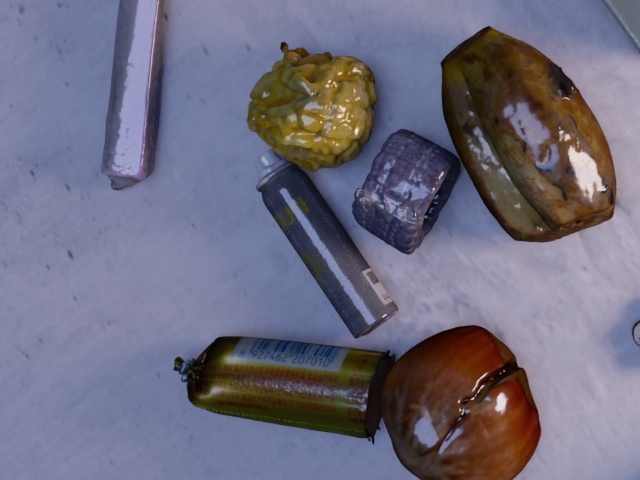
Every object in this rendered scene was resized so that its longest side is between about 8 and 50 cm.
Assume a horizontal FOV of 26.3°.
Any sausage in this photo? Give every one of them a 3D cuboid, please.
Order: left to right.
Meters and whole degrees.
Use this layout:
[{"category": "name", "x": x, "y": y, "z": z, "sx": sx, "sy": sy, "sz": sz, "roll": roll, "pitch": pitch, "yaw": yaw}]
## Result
[{"category": "sausage", "x": -0.061, "y": 0.198, "z": 1.871, "sx": 0.317, "sy": 0.117, "sz": 0.125, "roll": 5, "pitch": 79, "yaw": 19}]

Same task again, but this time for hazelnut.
[{"category": "hazelnut", "x": 0.183, "y": 0.221, "z": 1.757, "sx": 0.181, "sy": 0.181, "sz": 0.212, "roll": -40, "pitch": 80, "yaw": 17}]

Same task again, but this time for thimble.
[{"category": "thimble", "x": 0.111, "y": -0.065, "z": 1.787, "sx": 0.098, "sy": 0.150, "sz": 0.150, "roll": 30, "pitch": 101, "yaw": 12}]

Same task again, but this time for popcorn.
[{"category": "popcorn", "x": -0.010, "y": -0.180, "z": 1.827, "sx": 0.180, "sy": 0.180, "sz": 0.170, "roll": -4, "pitch": 117, "yaw": 18}]

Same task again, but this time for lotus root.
[{"category": "lotus root", "x": 0.257, "y": -0.136, "z": 1.721, "sx": 0.193, "sy": 0.193, "sz": 0.291, "roll": -29, "pitch": 84, "yaw": 17}]

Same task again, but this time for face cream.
[{"category": "face cream", "x": 0.000, "y": 0.000, "z": 1.863, "sx": 0.073, "sy": 0.073, "sz": 0.283, "roll": -36, "pitch": 81, "yaw": 16}]

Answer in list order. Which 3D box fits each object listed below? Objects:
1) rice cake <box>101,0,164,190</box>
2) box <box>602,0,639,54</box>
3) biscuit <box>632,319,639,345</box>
[{"category": "rice cake", "x": -0.257, "y": -0.266, "z": 1.938, "sx": 0.070, "sy": 0.064, "sz": 0.399, "roll": 7, "pitch": 95, "yaw": 12}, {"category": "box", "x": 0.412, "y": -0.327, "z": 1.680, "sx": 0.129, "sy": 0.148, "sz": 0.210, "roll": -38, "pitch": 81, "yaw": 27}, {"category": "biscuit", "x": 0.484, "y": 0.101, "z": 1.736, "sx": 0.175, "sy": 0.026, "sz": 0.124, "roll": -25, "pitch": 84, "yaw": 17}]
